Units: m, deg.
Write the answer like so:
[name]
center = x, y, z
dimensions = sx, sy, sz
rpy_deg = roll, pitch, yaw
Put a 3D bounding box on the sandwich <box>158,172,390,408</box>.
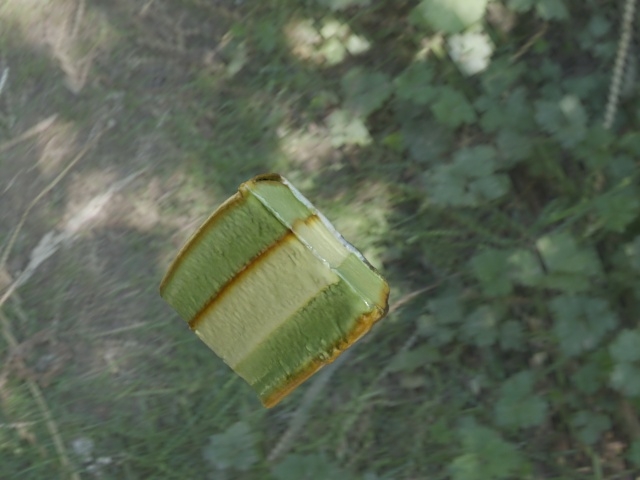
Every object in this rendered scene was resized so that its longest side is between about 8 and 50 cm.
[sandwich]
center = 0.000, 0.000, 1.118
dimensions = 0.117, 0.187, 0.144
rpy_deg = 45, 59, 0
